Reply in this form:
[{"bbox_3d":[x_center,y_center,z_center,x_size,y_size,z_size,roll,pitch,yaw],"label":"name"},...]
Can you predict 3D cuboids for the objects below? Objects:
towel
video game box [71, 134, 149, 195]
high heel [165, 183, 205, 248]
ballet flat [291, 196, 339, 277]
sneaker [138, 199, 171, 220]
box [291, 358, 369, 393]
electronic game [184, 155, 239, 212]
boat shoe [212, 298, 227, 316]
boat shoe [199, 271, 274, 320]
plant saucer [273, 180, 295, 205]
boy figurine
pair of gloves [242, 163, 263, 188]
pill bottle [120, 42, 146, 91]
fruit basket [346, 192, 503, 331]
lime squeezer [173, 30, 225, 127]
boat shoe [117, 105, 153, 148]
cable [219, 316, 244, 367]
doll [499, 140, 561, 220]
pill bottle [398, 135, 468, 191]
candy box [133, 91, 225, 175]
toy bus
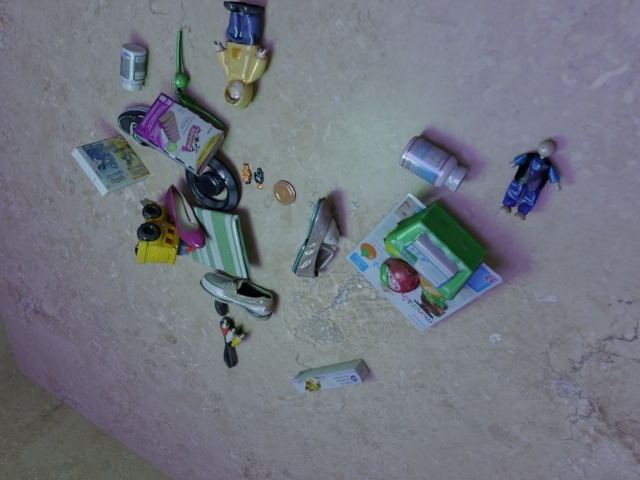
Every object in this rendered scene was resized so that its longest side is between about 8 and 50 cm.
[{"bbox_3d":[-0.385,-0.002,1.735,0.325,0.038,0.248,12,120,41],"label":"towel"},{"bbox_3d":[-0.763,-0.279,1.749,0.048,0.205,0.187,-29,98,38],"label":"video game box"},{"bbox_3d":[-0.474,-0.086,1.689,0.244,0.082,0.117,57,150,25],"label":"high heel"},{"bbox_3d":[0.000,0.000,1.493,0.106,0.107,0.316,20,132,-2],"label":"ballet flat"},{"bbox_3d":[-0.663,-0.088,1.883,0.152,0.058,0.084,35,120,4],"label":"sneaker"},{"bbox_3d":[0.030,0.502,1.754,0.324,0.067,0.063,-24,101,38],"label":"box"},{"bbox_3d":[-0.375,-0.196,1.645,0.229,0.048,0.229,19,132,22],"label":"electronic game"},{"bbox_3d":[-0.397,0.236,1.889,0.049,0.056,0.152,4,117,37],"label":"boat shoe"},{"bbox_3d":[-0.305,0.182,1.774,0.302,0.113,0.103,24,125,7],"label":"boat shoe"},{"bbox_3d":[-0.117,-0.151,1.528,0.083,0.013,0.083,15,122,26],"label":"plant saucer"},{"bbox_3d":[-0.231,-0.519,1.353,0.177,0.092,0.285,23,122,18],"label":"boy figurine"},{"bbox_3d":[-0.223,-0.210,1.565,0.083,0.010,0.074,18,123,23],"label":"pair of gloves"},{"bbox_3d":[-0.621,-0.571,1.581,0.078,0.078,0.137,32,128,14],"label":"pill bottle"},{"bbox_3d":[0.260,0.081,1.317,0.327,0.165,0.353,45,133,4],"label":"fruit basket"},{"bbox_3d":[-0.418,-0.488,1.511,0.110,0.059,0.310,-13,106,37],"label":"lime squeezer"},{"bbox_3d":[-0.593,-0.383,1.637,0.335,0.119,0.121,15,122,25],"label":"boat shoe"},{"bbox_3d":[-0.388,0.425,1.977,0.139,0.072,0.287,38,130,17],"label":"cable"},{"bbox_3d":[0.496,-0.143,1.116,0.129,0.046,0.189,31,122,27],"label":"doll"},{"bbox_3d":[0.285,-0.189,1.200,0.160,0.087,0.087,34,128,13],"label":"pill bottle"},{"bbox_3d":[-0.443,-0.335,1.514,0.233,0.159,0.071,32,173,-2],"label":"candy box"},{"bbox_3d":[-0.563,-0.020,1.760,0.211,0.220,0.149,9,141,-17],"label":"toy bus"}]
